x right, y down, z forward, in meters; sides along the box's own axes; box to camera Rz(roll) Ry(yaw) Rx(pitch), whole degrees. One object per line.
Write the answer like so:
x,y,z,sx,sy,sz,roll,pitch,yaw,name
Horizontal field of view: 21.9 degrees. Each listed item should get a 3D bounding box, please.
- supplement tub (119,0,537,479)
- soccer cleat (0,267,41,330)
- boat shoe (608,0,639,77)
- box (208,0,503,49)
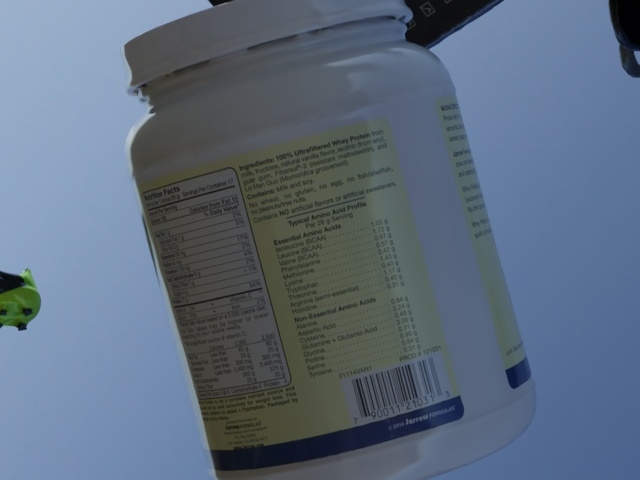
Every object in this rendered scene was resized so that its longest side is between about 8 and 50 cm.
0.000,0.000,1.137,0.235,0.235,0.325,-14,-88,54,supplement tub
-0.373,0.051,1.685,0.060,0.179,0.072,-57,-142,38,soccer cleat
0.199,-0.134,0.653,0.500,0.156,0.187,-80,-174,-63,boat shoe
0.050,-0.459,1.745,0.472,0.480,0.297,-30,-166,41,box
